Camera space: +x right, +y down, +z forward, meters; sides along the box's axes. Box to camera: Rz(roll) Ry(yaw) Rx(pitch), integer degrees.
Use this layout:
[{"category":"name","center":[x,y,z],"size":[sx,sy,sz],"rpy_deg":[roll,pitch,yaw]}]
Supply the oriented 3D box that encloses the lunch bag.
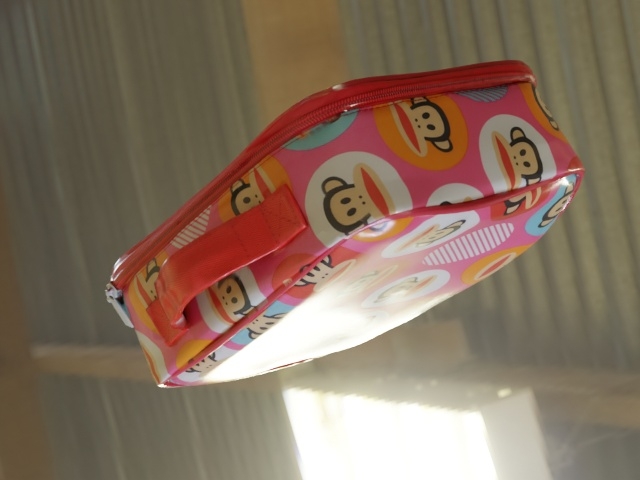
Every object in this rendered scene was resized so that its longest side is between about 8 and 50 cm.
[{"category":"lunch bag","center":[0.000,0.000,1.084],"size":[0.293,0.258,0.120],"rpy_deg":[-38,-108,45]}]
